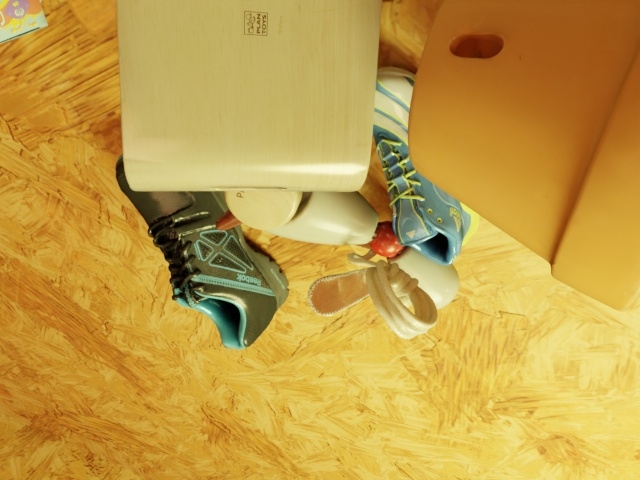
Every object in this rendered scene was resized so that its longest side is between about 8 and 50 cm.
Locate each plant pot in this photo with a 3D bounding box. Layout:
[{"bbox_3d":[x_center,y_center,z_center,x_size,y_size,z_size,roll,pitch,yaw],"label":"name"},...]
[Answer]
[{"bbox_3d":[0.205,-0.114,0.453,0.204,0.291,0.290,24,138,25],"label":"plant pot"}]

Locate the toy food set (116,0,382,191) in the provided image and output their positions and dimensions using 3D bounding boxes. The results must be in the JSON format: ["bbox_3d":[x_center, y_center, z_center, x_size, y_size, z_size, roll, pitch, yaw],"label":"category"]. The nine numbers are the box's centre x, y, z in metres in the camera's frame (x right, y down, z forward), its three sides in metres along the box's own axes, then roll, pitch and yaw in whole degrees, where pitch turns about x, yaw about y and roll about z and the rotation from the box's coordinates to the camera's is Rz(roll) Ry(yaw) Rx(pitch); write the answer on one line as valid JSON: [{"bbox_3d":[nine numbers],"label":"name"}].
[{"bbox_3d":[-0.063,-0.192,0.502,0.220,0.092,0.306,0,105,-11],"label":"toy food set"}]

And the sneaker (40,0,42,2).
[{"bbox_3d":[-0.288,-0.309,0.619,0.083,0.071,0.191,40,134,-22],"label":"sneaker"}]

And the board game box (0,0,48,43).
[{"bbox_3d":[-0.428,-0.309,0.546,0.275,0.144,0.142,37,147,21],"label":"board game box"}]

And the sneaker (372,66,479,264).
[{"bbox_3d":[0.112,-0.072,0.618,0.091,0.126,0.240,-18,121,35],"label":"sneaker"}]

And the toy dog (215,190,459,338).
[{"bbox_3d":[0.000,0.000,0.688,0.333,0.220,0.161,48,122,4],"label":"toy dog"}]

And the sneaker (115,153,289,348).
[{"bbox_3d":[-0.178,0.014,0.813,0.125,0.139,0.341,-22,117,39],"label":"sneaker"}]
